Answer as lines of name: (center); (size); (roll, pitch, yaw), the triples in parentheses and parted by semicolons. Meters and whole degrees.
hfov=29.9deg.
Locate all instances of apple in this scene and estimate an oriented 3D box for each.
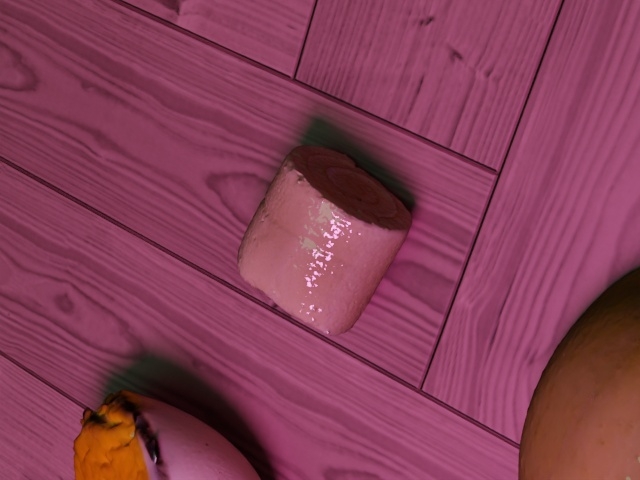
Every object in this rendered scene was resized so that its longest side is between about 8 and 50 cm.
apple: (0.354, 0.198, 1.063); (0.320, 0.311, 0.360); (-1, 106, -14)

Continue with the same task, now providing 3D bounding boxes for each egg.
egg: (-0.165, 0.304, 1.362); (0.286, 0.174, 0.264); (24, 111, 51)

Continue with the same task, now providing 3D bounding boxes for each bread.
bread: (0.000, 0.000, 1.209); (0.148, 0.134, 0.141); (44, 119, 31)
